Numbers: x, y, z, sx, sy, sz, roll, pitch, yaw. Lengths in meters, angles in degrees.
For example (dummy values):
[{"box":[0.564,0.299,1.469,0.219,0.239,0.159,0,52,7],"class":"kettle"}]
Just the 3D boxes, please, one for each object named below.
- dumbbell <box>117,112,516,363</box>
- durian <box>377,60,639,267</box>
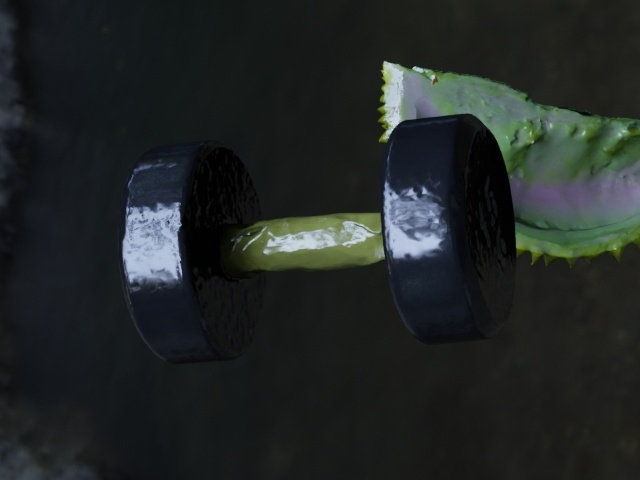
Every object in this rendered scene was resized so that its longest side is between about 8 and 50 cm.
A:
[{"box":[0.000,0.000,1.545,0.322,0.204,0.204,-5,56,19],"class":"dumbbell"},{"box":[0.229,-0.076,1.789,0.157,0.355,0.169,-90,9,-54],"class":"durian"}]
